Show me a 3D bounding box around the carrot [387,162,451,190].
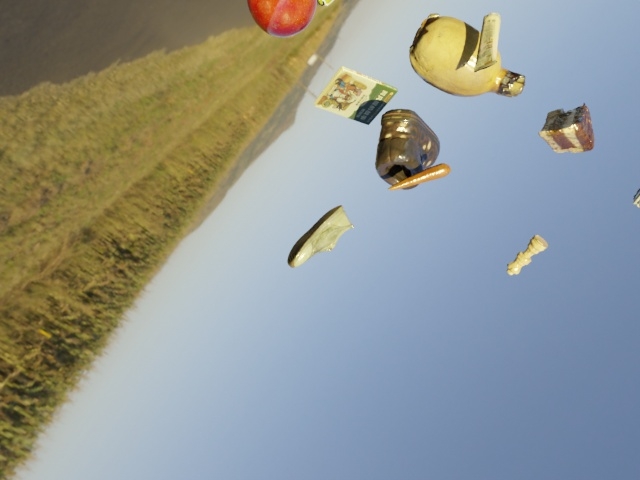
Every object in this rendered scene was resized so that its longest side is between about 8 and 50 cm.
[{"bbox_3d":[0.320,-0.202,1.775,0.216,0.048,0.048,-19,-163,0],"label":"carrot"}]

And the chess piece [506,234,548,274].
[{"bbox_3d":[0.712,0.058,1.905,0.172,0.060,0.060,-55,-170,34],"label":"chess piece"}]

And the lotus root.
[{"bbox_3d":[0.372,-0.449,1.395,0.182,0.310,0.183,-60,175,-8],"label":"lotus root"}]

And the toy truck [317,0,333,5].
[{"bbox_3d":[0.005,-0.922,1.996,0.076,0.111,0.077,-48,178,-12],"label":"toy truck"}]

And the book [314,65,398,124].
[{"bbox_3d":[0.137,-0.555,2.115,0.202,0.264,0.027,-46,-136,42],"label":"book"}]

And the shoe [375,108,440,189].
[{"bbox_3d":[0.318,-0.295,1.966,0.171,0.384,0.237,5,-100,25],"label":"shoe"}]

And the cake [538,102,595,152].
[{"bbox_3d":[0.674,-0.276,1.485,0.112,0.135,0.246,-10,-160,32],"label":"cake"}]

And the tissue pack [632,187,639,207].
[{"bbox_3d":[1.141,-0.229,1.679,0.242,0.125,0.343,-37,159,-7],"label":"tissue pack"}]

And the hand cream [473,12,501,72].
[{"bbox_3d":[0.381,-0.448,1.231,0.061,0.039,0.143,-8,-116,50],"label":"hand cream"}]

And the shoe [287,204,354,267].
[{"bbox_3d":[0.000,0.000,1.845,0.275,0.098,0.103,-44,-169,-11],"label":"shoe"}]

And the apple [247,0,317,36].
[{"bbox_3d":[-0.117,-0.748,1.680,0.218,0.218,0.201,-58,-177,-24],"label":"apple"}]
